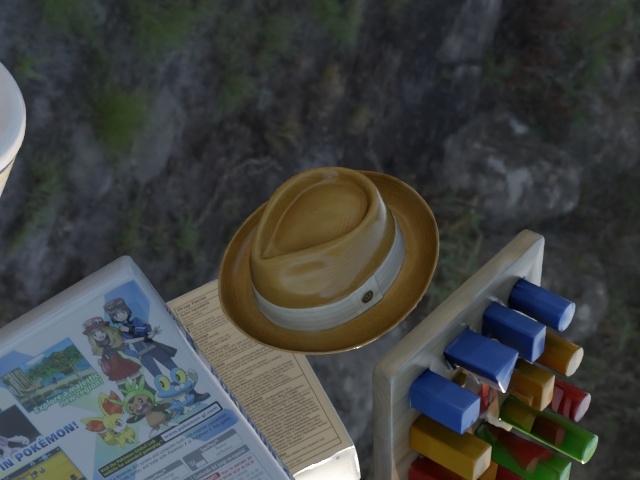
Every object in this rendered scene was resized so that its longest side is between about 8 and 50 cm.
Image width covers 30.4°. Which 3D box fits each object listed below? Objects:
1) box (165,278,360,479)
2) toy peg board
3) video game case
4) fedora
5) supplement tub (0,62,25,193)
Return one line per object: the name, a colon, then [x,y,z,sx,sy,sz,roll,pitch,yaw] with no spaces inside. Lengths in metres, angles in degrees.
box: [-0.081,0.200,1.573,0.148,0.311,0.121,-24,148,-8]
toy peg board: [0.112,0.107,0.726,0.161,0.079,0.160,-38,140,-37]
video game case: [-0.216,0.209,0.992,0.300,0.329,0.036,57,6,-25]
fedora: [0.000,0.000,0.967,0.194,0.194,0.079,-62,152,-28]
supplement tub: [-0.555,-0.109,1.641,0.235,0.235,0.325,-56,-175,-38]
